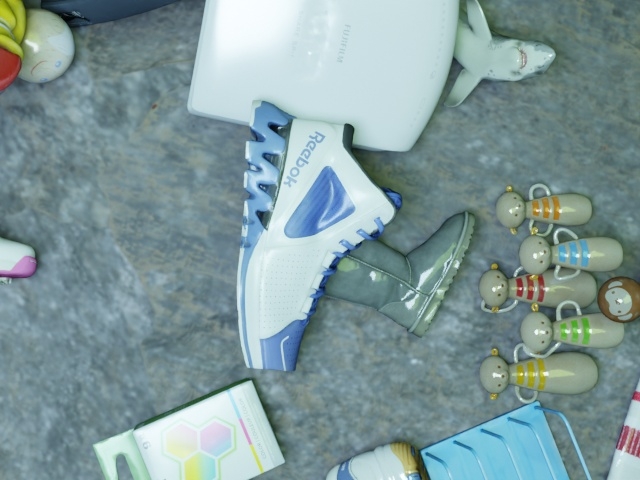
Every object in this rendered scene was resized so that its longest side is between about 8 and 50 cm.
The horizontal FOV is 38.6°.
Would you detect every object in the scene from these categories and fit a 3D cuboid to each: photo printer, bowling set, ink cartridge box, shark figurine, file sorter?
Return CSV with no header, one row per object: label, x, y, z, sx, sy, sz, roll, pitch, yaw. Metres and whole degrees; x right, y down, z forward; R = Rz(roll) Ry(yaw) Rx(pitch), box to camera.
photo printer,0.009,-0.247,1.113,0.308,0.107,0.255,11,107,-7
bowling set,0.287,0.056,1.118,0.154,0.200,0.286,0,81,-7
ink cartridge box,-0.160,0.256,1.099,0.209,0.062,0.108,-22,89,-9
shark figurine,0.203,-0.292,1.200,0.116,0.166,0.278,-13,64,-35
file sorter,0.231,0.288,1.130,0.170,0.104,0.118,-21,87,-9

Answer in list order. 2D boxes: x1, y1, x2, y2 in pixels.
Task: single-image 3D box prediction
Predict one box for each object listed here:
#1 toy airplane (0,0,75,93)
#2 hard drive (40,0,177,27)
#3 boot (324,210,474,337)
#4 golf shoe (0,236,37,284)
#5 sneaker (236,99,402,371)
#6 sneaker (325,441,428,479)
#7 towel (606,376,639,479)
toy airplane,-0.399,-0.280,1.021,0.272,0.386,0.384,34,69,-41
hard drive,-0.236,-0.353,1.074,0.255,0.054,0.171,-4,85,34
boot,0.070,0.007,1.157,0.209,0.076,0.189,27,81,2
golf shoe,-0.476,-0.033,1.060,0.306,0.115,0.140,14,80,-8
sneaker,0.000,-0.001,1.053,0.182,0.127,0.315,3,93,0
sneaker,0.092,0.399,1.115,0.131,0.112,0.296,-17,86,8
towel,0.496,0.316,1.199,0.237,0.037,0.328,22,82,-5
